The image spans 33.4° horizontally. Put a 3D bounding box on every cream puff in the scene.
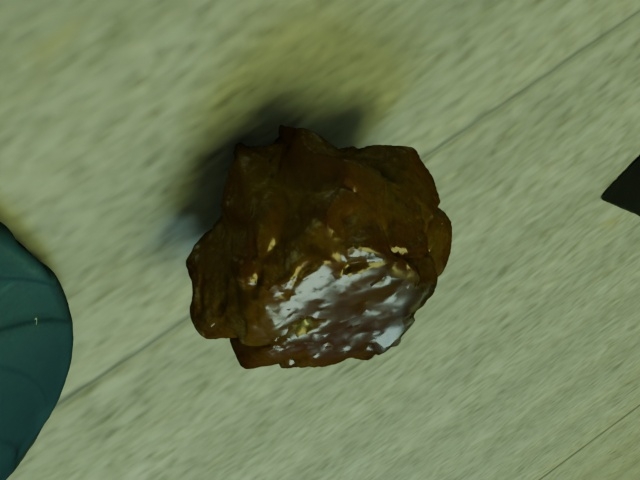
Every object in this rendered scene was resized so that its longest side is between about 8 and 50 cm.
[{"bbox_3d":[0.000,0.000,0.469,0.122,0.094,0.116,-10,143,-4],"label":"cream puff"}]

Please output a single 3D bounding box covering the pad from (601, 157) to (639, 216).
[{"bbox_3d":[0.282,-0.058,0.791,0.116,0.004,0.193,-50,150,19],"label":"pad"}]

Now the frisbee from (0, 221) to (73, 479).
[{"bbox_3d":[-0.218,0.097,0.392,0.290,0.049,0.289,-28,150,-18],"label":"frisbee"}]
